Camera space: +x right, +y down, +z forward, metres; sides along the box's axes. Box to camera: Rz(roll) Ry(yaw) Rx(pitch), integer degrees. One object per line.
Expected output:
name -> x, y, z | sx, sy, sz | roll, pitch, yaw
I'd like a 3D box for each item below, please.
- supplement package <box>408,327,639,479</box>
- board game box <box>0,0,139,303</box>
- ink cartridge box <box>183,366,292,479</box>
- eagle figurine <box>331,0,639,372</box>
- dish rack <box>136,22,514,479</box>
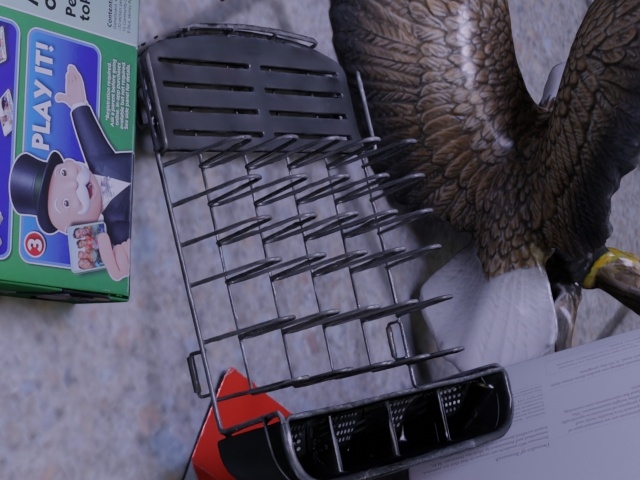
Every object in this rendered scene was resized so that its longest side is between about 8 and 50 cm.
supplement package -> 0.169, 0.186, 0.778 | 0.203, 0.194, 0.149 | -88, 153, -49
board game box -> -0.176, -0.138, 0.595 | 0.213, 0.046, 0.317 | 11, 76, -48
ink cartridge box -> -0.025, 0.183, 0.728 | 0.145, 0.045, 0.179 | 43, 56, -38
eagle figurine -> 0.143, -0.081, 0.843 | 0.225, 0.226, 0.298 | -107, 177, -51
dish rack -> 0.000, 0.000, 0.739 | 0.208, 0.074, 0.272 | -4, 77, -51
